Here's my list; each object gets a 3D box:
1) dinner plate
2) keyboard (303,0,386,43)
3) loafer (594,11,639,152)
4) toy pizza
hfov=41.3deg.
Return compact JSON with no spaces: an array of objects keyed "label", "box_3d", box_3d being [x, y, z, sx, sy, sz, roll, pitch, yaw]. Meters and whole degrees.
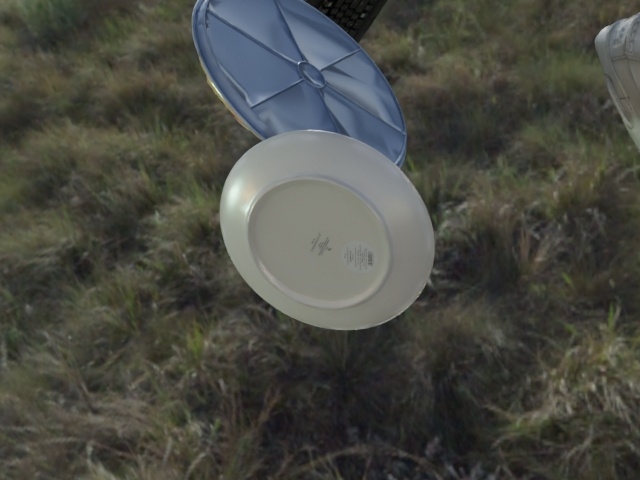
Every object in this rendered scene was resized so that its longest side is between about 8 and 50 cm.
[{"label":"dinner plate","box_3d":[0.000,0.000,0.526,0.141,0.141,0.017,-1,29,20]},{"label":"keyboard","box_3d":[-0.013,-0.278,1.062,0.201,0.317,0.033,-4,60,-32]},{"label":"loafer","box_3d":[0.326,-0.055,0.687,0.112,0.319,0.111,-45,26,-19]},{"label":"toy pizza","box_3d":[-0.016,-0.119,0.660,0.032,0.201,0.201,-43,19,36]}]
